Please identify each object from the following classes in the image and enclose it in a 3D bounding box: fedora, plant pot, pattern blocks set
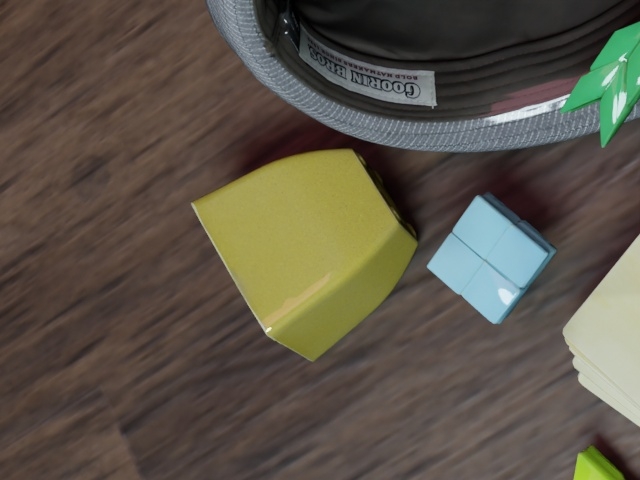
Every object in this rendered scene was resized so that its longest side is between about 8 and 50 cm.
[{"bbox_3d":[0.081,-0.160,0.831,0.275,0.244,0.124,-20,46,22],"label":"fedora"},{"bbox_3d":[0.000,0.000,0.899,0.083,0.081,0.081,-33,70,7],"label":"plant pot"},{"bbox_3d":[0.213,0.053,0.790,0.285,0.026,0.325,-46,77,26],"label":"pattern blocks set"}]
